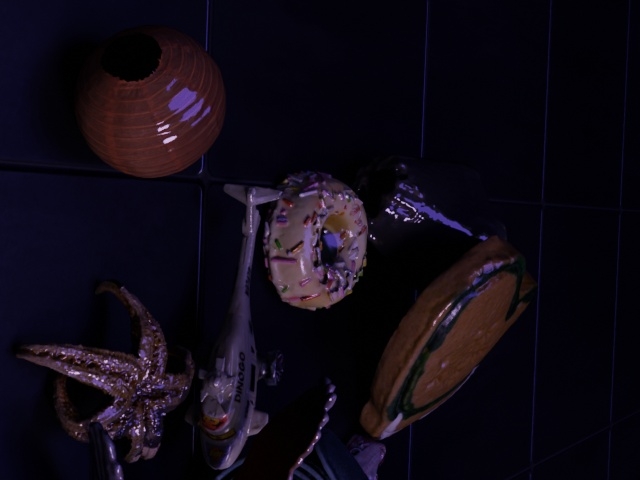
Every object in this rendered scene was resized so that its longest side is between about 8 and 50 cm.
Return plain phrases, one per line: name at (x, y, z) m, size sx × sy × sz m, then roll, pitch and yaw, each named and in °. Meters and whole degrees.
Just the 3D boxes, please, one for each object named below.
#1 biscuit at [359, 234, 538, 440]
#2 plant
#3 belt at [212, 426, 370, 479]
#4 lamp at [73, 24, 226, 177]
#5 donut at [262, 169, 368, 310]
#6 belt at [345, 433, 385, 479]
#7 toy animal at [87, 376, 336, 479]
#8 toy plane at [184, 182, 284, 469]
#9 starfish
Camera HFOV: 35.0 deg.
biscuit at (0.184, 0.127, 1.331) m, size 0.287 × 0.057 × 0.344 m, roll -27°, pitch 150°, yaw -37°
plant at (0.154, -0.023, 1.350) m, size 0.256 × 0.142 × 0.164 m, roll 28°, pitch 38°, yaw -40°
belt at (-0.037, 0.319, 1.038) m, size 0.116 × 0.206 × 0.267 m, roll 6°, pitch 97°, yaw -64°
lamp at (-0.150, -0.123, 0.903) m, size 0.136 × 0.136 × 0.136 m, roll -8°, pitch 99°, yaw -57°
donut at (0.000, 0.000, 1.207) m, size 0.174 × 0.068 × 0.175 m, roll -8°, pitch 100°, yaw -58°
belt at (0.008, 0.318, 1.261) m, size 0.232 × 0.053 × 0.071 m, roll -28°, pitch 110°, yaw -53°
toy animal at (-0.062, 0.310, 0.893) m, size 0.225 × 0.284 × 0.302 m, roll -9°, pitch 134°, yaw -30°
toy plane at (-0.086, 0.088, 1.036) m, size 0.108 × 0.092 × 0.286 m, roll 56°, pitch 41°, yaw -71°
starfish at (-0.187, 0.116, 0.928) m, size 0.190 × 0.074 × 0.146 m, roll 41°, pitch 65°, yaw -49°
